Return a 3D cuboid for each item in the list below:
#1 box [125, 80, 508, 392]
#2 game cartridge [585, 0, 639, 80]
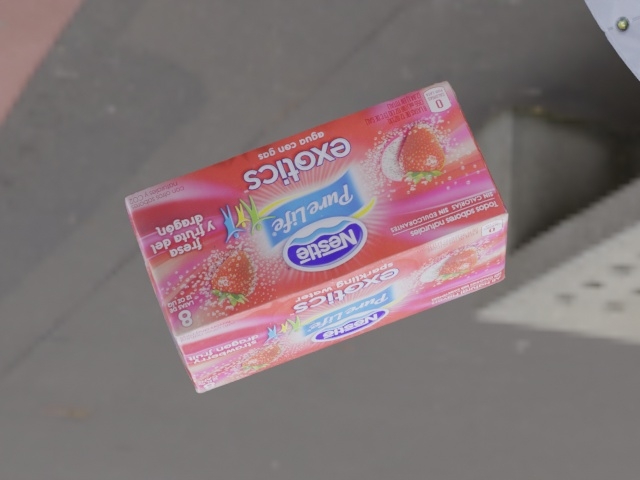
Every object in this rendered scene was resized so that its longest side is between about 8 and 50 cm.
[{"bbox_3d":[0.000,0.000,1.688,0.300,0.142,0.154,-20,157,-5],"label":"box"},{"bbox_3d":[0.294,-0.288,1.642,0.196,0.294,0.060,-19,180,21],"label":"game cartridge"}]
